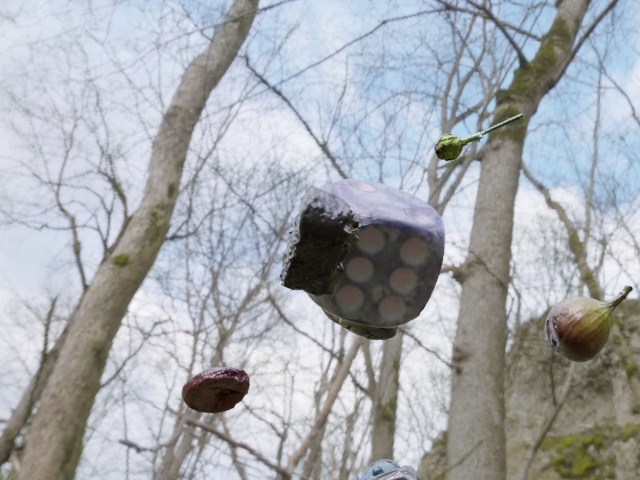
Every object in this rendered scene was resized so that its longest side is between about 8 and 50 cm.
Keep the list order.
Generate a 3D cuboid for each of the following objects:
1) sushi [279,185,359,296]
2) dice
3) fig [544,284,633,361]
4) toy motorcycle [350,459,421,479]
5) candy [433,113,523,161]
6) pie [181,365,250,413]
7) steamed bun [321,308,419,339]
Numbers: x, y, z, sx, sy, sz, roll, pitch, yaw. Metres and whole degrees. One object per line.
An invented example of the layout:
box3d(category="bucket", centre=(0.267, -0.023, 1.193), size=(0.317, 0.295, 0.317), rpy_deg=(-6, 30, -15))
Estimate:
box3d(category="sushi", centre=(0.000, 0.000, 1.300), size=(0.115, 0.147, 0.212), rpy_deg=(11, -48, -8))
box3d(category="dice", centre=(0.120, 0.025, 1.683), size=(0.270, 0.271, 0.270), rpy_deg=(14, -68, -11))
box3d(category="fig", centre=(0.633, 0.175, 1.720), size=(0.143, 0.230, 0.160), rpy_deg=(30, -2, 9))
box3d(category="toy motorcycle", centre=(0.106, 0.649, 1.661), size=(0.182, 0.319, 0.241), rpy_deg=(55, -14, -11))
box3d(category="candy", centre=(0.328, -0.221, 1.495), size=(0.194, 0.062, 0.058), rpy_deg=(-23, -73, 12))
box3d(category="pie", centre=(-0.271, 0.389, 1.875), size=(0.183, 0.049, 0.182), rpy_deg=(-11, -43, -10))
box3d(category="steamed bun", centre=(0.158, 0.189, 2.188), size=(0.347, 0.237, 0.394), rpy_deg=(-5, -22, -1))
